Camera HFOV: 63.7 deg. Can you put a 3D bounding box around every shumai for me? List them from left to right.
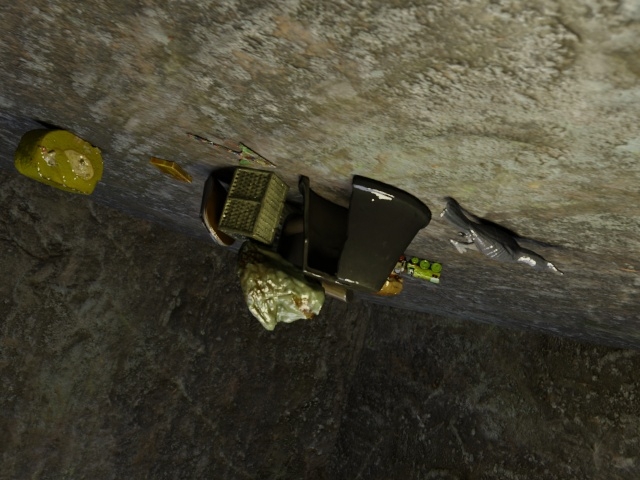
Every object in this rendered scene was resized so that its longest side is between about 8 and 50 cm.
[{"bbox_3d":[-0.109,0.105,1.459,0.203,0.272,0.222,-23,-163,8],"label":"shumai"}]

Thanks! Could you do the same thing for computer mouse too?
[{"bbox_3d":[-0.310,-0.100,1.594,0.158,0.071,0.310,61,-173,-29],"label":"computer mouse"}]

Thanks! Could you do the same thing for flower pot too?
[{"bbox_3d":[0.095,0.001,1.400,0.379,0.251,0.379,15,170,3],"label":"flower pot"}]

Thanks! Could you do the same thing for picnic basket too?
[{"bbox_3d":[-0.185,-0.092,1.502,0.134,0.196,0.154,9,167,25],"label":"picnic basket"}]

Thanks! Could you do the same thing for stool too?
[{"bbox_3d":[-0.031,0.044,1.710,0.226,0.311,0.310,2,165,33],"label":"stool"}]

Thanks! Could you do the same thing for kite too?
[{"bbox_3d":[-0.230,-0.232,1.346,0.244,0.006,0.198,19,171,-11],"label":"kite"}]

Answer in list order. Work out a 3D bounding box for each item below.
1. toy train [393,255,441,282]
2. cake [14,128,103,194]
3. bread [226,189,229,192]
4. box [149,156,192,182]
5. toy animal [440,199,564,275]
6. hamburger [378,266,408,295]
[{"bbox_3d":[0.344,0.100,2.001,0.249,0.085,0.053,15,153,14],"label":"toy train"},{"bbox_3d":[-0.862,-0.267,1.729,0.156,0.179,0.260,12,172,29],"label":"cake"},{"bbox_3d":[-0.306,-0.133,1.799,0.070,0.083,0.076,30,162,-20],"label":"bread"},{"bbox_3d":[-0.501,-0.236,1.738,0.089,0.022,0.156,16,171,14],"label":"box"},{"bbox_3d":[0.420,-0.002,1.323,0.367,0.081,0.206,28,172,-15],"label":"toy animal"},{"bbox_3d":[0.252,0.157,2.231,0.244,0.163,0.244,16,168,3],"label":"hamburger"}]
